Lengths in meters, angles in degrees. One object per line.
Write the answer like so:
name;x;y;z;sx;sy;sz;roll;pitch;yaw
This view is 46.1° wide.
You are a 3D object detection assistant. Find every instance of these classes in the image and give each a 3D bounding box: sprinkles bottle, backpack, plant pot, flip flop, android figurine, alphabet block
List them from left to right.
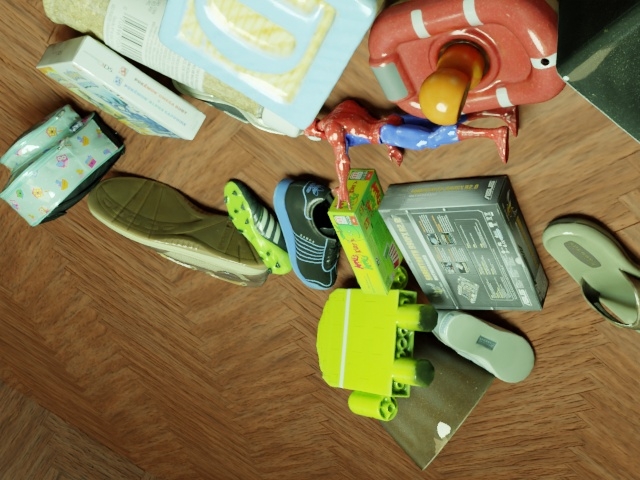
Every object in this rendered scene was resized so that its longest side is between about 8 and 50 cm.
backpack;-0.437;-0.119;1.234;0.144;0.188;0.166;44;142;-23
sprinkles bottle;-0.162;-0.257;0.945;0.356;0.121;0.121;26;145;1
alphabet block;-0.026;-0.274;0.775;0.192;0.197;0.193;32;144;-7
android figurine;0.082;0.163;1.233;0.056;0.248;0.273;9;170;-35
plant pot;0.157;0.246;1.338;0.230;0.215;0.215;38;147;14
flip flop;0.414;0.073;1.036;0.277;0.080;0.112;37;143;-15
plant pot;0.341;-0.193;0.676;0.188;0.187;0.167;34;131;-11

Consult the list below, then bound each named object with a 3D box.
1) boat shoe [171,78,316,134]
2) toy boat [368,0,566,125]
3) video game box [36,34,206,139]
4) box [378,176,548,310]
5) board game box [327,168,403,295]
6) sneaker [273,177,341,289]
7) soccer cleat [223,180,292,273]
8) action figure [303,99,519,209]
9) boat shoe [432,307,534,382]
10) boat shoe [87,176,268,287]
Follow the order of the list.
boat shoe;-0.102;-0.202;1.049;0.206;0.075;0.065;20;-173;0
toy boat;0.152;-0.184;0.815;0.231;0.151;0.151;-4;135;36
video game box;-0.281;-0.209;1.048;0.187;0.048;0.205;35;170;-32
box;0.214;0.012;1.105;0.183;0.056;0.231;-2;136;36
board game box;0.073;-0.010;1.135;0.043;0.092;0.181;3;138;28
sneaker;0.000;0.000;1.203;0.091;0.081;0.232;11;141;32
soccer cleat;-0.097;-0.026;1.254;0.060;0.072;0.178;-27;98;46
action figure;0.109;-0.112;0.981;0.281;0.091;0.139;8;132;24
boat shoe;0.267;0.165;1.254;0.228;0.079;0.081;31;-178;-32
boat shoe;-0.246;-0.003;1.327;0.342;0.123;0.123;18;143;1
